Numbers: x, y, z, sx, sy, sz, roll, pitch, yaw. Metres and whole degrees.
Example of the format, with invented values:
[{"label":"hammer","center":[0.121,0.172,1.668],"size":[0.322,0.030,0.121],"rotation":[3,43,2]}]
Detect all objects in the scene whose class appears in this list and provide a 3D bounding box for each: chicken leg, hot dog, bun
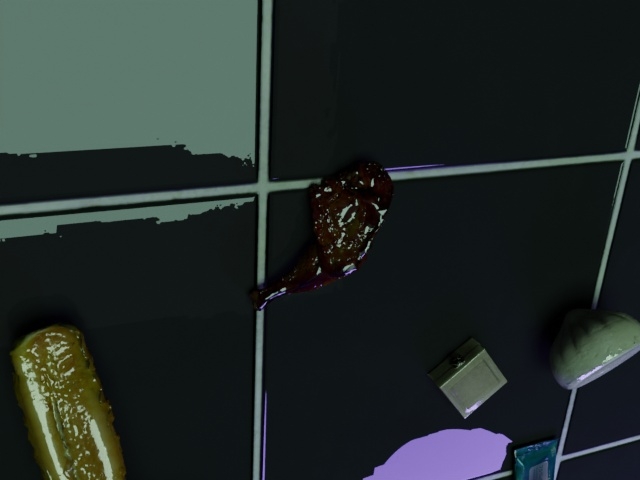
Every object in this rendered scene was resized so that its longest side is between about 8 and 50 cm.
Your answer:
[{"label":"chicken leg","center":[0.007,0.002,0.802],"size":[0.093,0.053,0.205],"rotation":[28,93,-9]},{"label":"hot dog","center":[-0.240,0.222,0.740],"size":[0.083,0.068,0.288],"rotation":[-16,99,-21]},{"label":"bun","center":[0.367,0.136,1.006],"size":[0.138,0.094,0.138],"rotation":[-26,159,-10]}]

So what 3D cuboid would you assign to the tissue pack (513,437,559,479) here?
[{"label":"tissue pack","center":[0.327,0.370,1.135],"size":[0.085,0.028,0.137],"rotation":[-9,112,-24]}]

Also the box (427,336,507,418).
[{"label":"box","center":[0.195,0.182,0.980],"size":[0.079,0.035,0.083],"rotation":[-39,122,-3]}]
